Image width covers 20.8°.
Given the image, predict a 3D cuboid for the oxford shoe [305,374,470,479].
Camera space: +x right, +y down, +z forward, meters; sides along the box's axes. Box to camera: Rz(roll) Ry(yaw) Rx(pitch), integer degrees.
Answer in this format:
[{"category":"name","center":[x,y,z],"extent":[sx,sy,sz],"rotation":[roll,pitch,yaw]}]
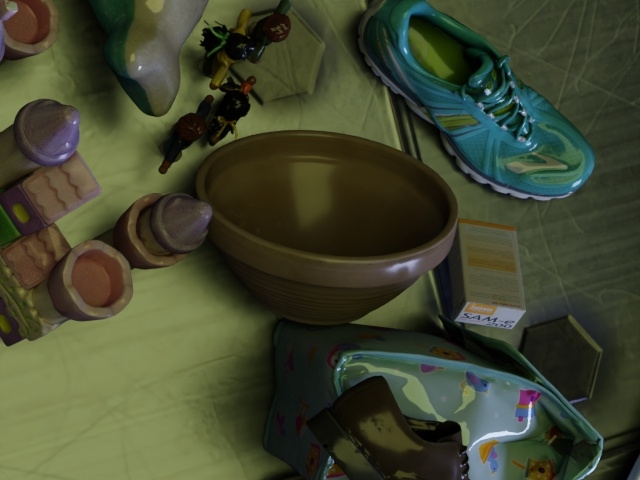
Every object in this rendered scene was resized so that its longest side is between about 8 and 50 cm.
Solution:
[{"category":"oxford shoe","center":[0.096,0.202,1.426],"extent":[0.096,0.083,0.227],"rotation":[-41,110,-2]}]

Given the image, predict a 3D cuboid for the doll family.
[{"category":"doll family","center":[-0.089,-0.141,1.591],"extent":[0.076,0.111,0.193],"rotation":[21,83,-15]}]

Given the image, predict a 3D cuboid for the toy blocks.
[{"category":"toy blocks","center":[-0.260,-0.041,1.415],"extent":[0.309,0.260,0.289],"rotation":[-38,100,-38]}]

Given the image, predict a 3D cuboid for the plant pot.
[{"category":"plant pot","center":[0.000,0.000,1.583],"extent":[0.237,0.237,0.110],"rotation":[-1,123,-16]}]

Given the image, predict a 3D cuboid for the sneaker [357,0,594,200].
[{"category":"sneaker","center":[0.152,-0.133,1.662],"extent":[0.275,0.110,0.107],"rotation":[36,79,-13]}]

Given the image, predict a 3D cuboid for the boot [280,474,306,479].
[{"category":"boot","center":[0.086,0.279,1.580],"extent":[0.262,0.203,0.095],"rotation":[19,83,-16]}]

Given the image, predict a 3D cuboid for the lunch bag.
[{"category":"lunch bag","center":[0.102,0.154,1.579],"extent":[0.262,0.223,0.160],"rotation":[5,93,-15]}]

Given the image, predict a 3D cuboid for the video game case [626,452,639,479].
[{"category":"video game case","center":[0.441,0.191,1.754],"extent":[0.204,0.025,0.285],"rotation":[31,80,-13]}]

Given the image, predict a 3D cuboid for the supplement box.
[{"category":"supplement box","center":[0.158,0.032,1.674],"extent":[0.062,0.036,0.098],"rotation":[9,54,-15]}]

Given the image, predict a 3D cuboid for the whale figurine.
[{"category":"whale figurine","center":[-0.168,-0.245,1.528],"extent":[0.141,0.216,0.272],"rotation":[-1,68,12]}]
